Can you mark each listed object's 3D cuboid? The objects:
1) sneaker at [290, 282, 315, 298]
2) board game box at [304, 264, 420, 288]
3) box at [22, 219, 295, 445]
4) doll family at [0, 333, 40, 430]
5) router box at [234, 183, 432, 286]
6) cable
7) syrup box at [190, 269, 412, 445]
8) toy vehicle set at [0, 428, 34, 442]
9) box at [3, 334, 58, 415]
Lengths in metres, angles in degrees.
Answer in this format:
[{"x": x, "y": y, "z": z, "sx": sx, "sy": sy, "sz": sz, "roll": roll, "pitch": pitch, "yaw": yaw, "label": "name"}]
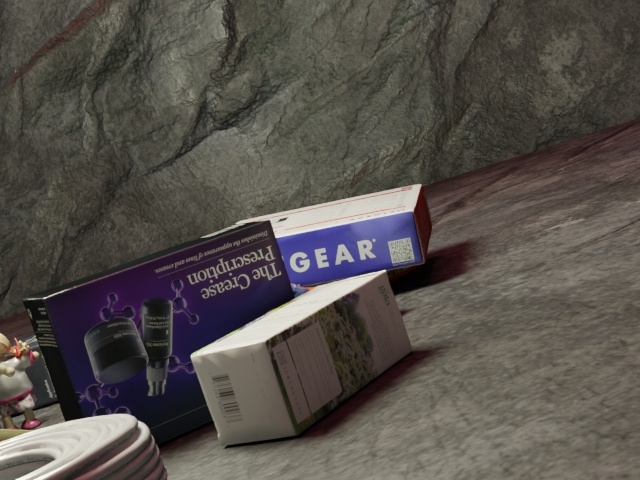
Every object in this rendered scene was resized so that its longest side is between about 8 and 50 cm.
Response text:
[{"x": -0.016, "y": 0.089, "z": 1.309, "sx": 0.221, "sy": 0.087, "sz": 0.083, "roll": -19, "pitch": 6, "yaw": -9, "label": "sneaker"}, {"x": 0.060, "y": 0.054, "z": 1.653, "sx": 0.146, "sy": 0.045, "sz": 0.193, "roll": -14, "pitch": 7, "yaw": 36, "label": "board game box"}, {"x": -0.155, "y": 0.104, "z": 1.095, "sx": 0.261, "sy": 0.184, "sz": 0.103, "roll": -21, "pitch": 8, "yaw": -28, "label": "box"}, {"x": -0.487, "y": 0.201, "z": 1.308, "sx": 0.263, "sy": 0.163, "sz": 0.118, "roll": -19, "pitch": 5, "yaw": -14, "label": "doll family"}, {"x": 0.000, "y": 0.000, "z": 1.616, "sx": 0.335, "sy": 0.082, "sz": 0.301, "roll": -11, "pitch": 9, "yaw": 11, "label": "router box"}, {"x": -0.240, "y": 0.211, "z": 0.767, "sx": 0.257, "sy": 0.089, "sz": 0.257, "roll": -17, "pitch": 5, "yaw": 7, "label": "cable"}, {"x": -0.011, "y": 0.111, "z": 1.019, "sx": 0.096, "sy": 0.093, "sz": 0.237, "roll": -15, "pitch": 6, "yaw": 34, "label": "syrup box"}, {"x": -0.459, "y": 0.220, "z": 1.115, "sx": 0.267, "sy": 0.035, "sz": 0.166, "roll": 11, "pitch": -15, "yaw": -39, "label": "toy vehicle set"}, {"x": -0.402, "y": 0.187, "z": 1.559, "sx": 0.158, "sy": 0.093, "sz": 0.156, "roll": -17, "pitch": 5, "yaw": 3, "label": "box"}]
